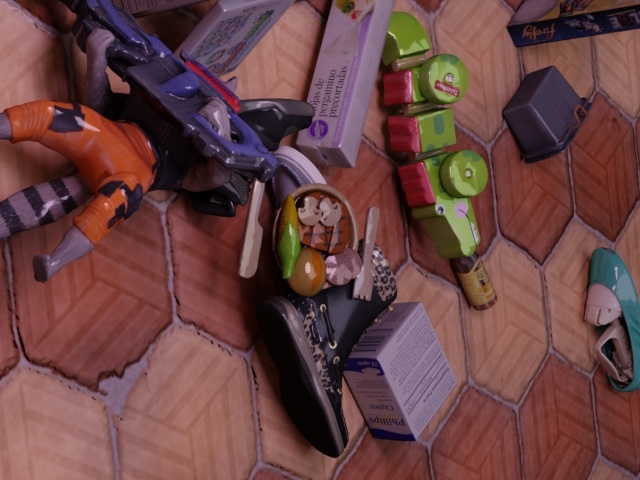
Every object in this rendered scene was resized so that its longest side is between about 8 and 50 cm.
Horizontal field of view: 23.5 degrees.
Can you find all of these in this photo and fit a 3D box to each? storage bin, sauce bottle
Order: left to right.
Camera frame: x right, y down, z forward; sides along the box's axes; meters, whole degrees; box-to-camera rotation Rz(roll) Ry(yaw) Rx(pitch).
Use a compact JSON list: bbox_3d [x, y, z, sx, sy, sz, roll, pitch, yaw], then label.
[{"bbox_3d":[0.211,0.039,2.171,0.042,0.042,0.128,-52,126,-39],"label":"sauce bottle"},{"bbox_3d":[0.341,-0.196,2.317,0.091,0.098,0.135,52,49,-21],"label":"storage bin"}]

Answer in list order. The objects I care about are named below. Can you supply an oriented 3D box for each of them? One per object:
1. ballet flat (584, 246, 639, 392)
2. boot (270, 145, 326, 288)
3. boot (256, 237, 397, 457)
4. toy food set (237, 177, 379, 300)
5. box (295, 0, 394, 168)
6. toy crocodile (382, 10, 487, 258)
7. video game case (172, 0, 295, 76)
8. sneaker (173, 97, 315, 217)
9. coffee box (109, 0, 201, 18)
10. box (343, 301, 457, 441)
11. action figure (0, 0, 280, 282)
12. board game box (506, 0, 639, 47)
[{"bbox_3d":[0.468,0.135,2.451,0.087,0.083,0.247,-31,109,-32],"label":"ballet flat"},{"bbox_3d":[-0.027,-0.017,1.863,0.086,0.069,0.190,-51,128,-35],"label":"boot"},{"bbox_3d":[0.030,0.130,1.869,0.178,0.085,0.236,-37,123,-30],"label":"boot"},{"bbox_3d":[0.000,0.000,1.766,0.192,0.038,0.132,11,84,-36],"label":"toy food set"},{"bbox_3d":[0.042,-0.251,1.955,0.067,0.063,0.324,48,51,-61],"label":"box"},{"bbox_3d":[0.137,-0.138,2.044,0.105,0.115,0.341,-18,99,-30],"label":"toy crocodile"},{"bbox_3d":[-0.106,-0.227,1.729,0.143,0.157,0.019,-26,77,-49],"label":"video game case"},{"bbox_3d":[-0.094,-0.099,1.781,0.227,0.087,0.130,-17,102,-47],"label":"sneaker"},{"bbox_3d":[-0.108,-0.312,1.650,0.141,0.246,0.098,-25,104,-48],"label":"coffee box"},{"bbox_3d":[0.101,0.170,2.002,0.126,0.072,0.137,-48,122,-42],"label":"box"},{"bbox_3d":[-0.228,-0.121,1.572,0.330,0.178,0.341,-23,63,-40],"label":"action figure"},{"bbox_3d":[0.419,-0.366,2.300,0.165,0.243,0.042,-55,127,-37],"label":"board game box"}]
